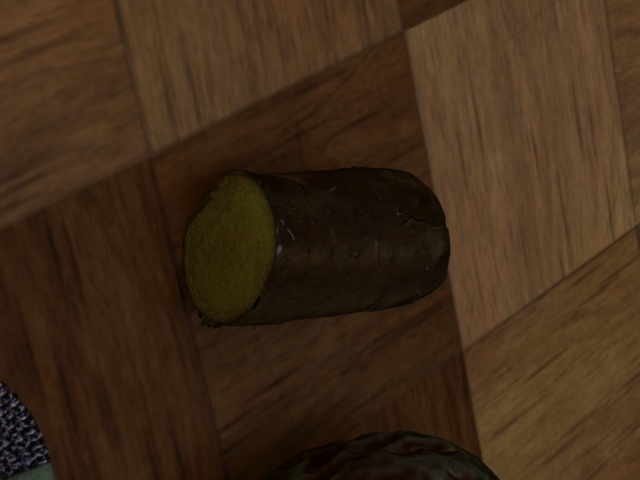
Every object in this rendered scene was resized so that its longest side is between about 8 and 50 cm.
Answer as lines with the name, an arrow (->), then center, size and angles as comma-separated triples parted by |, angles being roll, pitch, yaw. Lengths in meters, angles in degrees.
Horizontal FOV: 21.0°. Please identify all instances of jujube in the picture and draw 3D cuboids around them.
jujube -> 0.049, 0.290, 1.480 | 0.308, 0.215, 0.246 | -32, 119, -42

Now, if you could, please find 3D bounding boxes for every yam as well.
yam -> 0.001, 0.002, 1.449 | 0.238, 0.129, 0.128 | -5, 88, -46

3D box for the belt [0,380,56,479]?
belt -> -0.303, 0.222, 1.150 | 0.260, 0.122, 0.324 | 0, 96, -44
